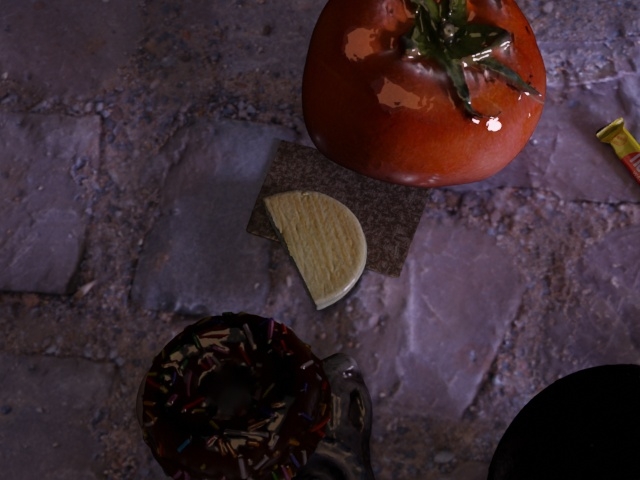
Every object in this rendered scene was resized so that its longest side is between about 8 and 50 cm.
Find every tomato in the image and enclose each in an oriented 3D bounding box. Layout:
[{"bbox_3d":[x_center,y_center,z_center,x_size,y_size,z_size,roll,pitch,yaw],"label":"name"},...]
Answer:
[{"bbox_3d":[0.141,-0.218,1.871,0.341,0.273,0.341,4,63,-8],"label":"tomato"}]

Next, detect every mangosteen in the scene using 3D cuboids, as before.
[{"bbox_3d":[0.334,0.350,1.551,0.435,0.382,0.382,-47,69,3],"label":"mangosteen"}]

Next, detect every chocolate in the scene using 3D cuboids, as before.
[{"bbox_3d":[0.018,0.267,1.749,0.110,0.110,0.248,-2,66,4],"label":"chocolate"}]

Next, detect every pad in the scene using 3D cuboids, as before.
[{"bbox_3d":[0.026,-0.047,1.942,0.235,0.003,0.158,17,68,12],"label":"pad"}]

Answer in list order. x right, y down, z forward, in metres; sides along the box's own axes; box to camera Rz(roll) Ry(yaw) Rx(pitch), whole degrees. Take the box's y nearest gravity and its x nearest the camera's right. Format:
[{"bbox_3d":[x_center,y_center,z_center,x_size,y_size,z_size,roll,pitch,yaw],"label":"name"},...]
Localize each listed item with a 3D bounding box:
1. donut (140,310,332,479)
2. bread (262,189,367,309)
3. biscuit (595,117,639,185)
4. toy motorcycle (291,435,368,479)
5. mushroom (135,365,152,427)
[{"bbox_3d":[-0.100,0.183,1.590,0.235,0.089,0.235,-4,55,6],"label":"donut"},{"bbox_3d":[0.005,0.001,1.901,0.112,0.036,0.193,-23,62,-10],"label":"bread"},{"bbox_3d":[0.483,-0.052,1.892,0.048,0.026,0.292,-38,66,9],"label":"biscuit"},{"bbox_3d":[-0.139,0.371,1.619,0.232,0.172,0.416,41,87,4],"label":"toy motorcycle"},{"bbox_3d":[-0.131,0.228,1.752,0.204,0.204,0.204,-2,66,4],"label":"mushroom"}]
